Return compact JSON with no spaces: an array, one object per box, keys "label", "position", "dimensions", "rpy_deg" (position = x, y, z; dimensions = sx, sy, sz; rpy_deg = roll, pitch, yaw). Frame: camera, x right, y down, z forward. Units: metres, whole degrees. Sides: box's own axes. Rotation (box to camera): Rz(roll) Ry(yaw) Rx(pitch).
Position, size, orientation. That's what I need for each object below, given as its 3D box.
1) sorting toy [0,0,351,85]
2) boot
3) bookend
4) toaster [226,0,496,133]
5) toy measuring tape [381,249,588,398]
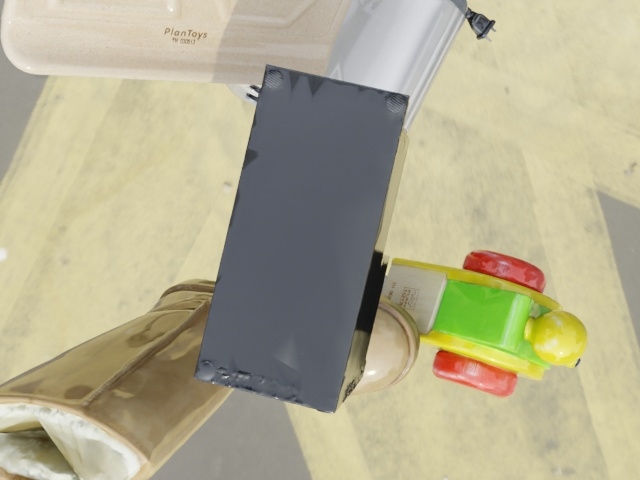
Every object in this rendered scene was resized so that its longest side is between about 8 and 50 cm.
[{"label":"sorting toy","position":[-0.051,-0.175,0.557],"dimensions":[0.193,0.038,0.208],"rpy_deg":[-2,132,-30]},{"label":"boot","position":[-0.074,0.105,0.791],"dimensions":[0.236,0.269,0.089],"rpy_deg":[2,104,19]},{"label":"bookend","position":[0.000,0.000,0.602],"dimensions":[0.072,0.156,0.157],"rpy_deg":[13,92,7]},{"label":"toaster","position":[0.019,-0.166,0.943],"dimensions":[0.227,0.129,0.146],"rpy_deg":[25,85,-6]},{"label":"toy measuring tape","position":[0.099,0.061,0.946],"dimensions":[0.121,0.330,0.121],"rpy_deg":[-6,100,-37]}]
